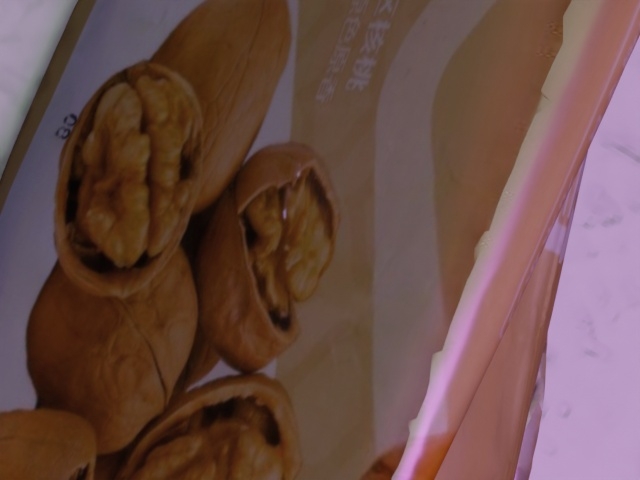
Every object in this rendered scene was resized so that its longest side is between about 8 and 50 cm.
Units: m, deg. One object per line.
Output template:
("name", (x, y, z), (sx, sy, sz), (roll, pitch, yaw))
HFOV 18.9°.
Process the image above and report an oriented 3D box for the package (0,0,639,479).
("package", (0.022, 0.010, 0.552), (0.165, 0.221, 0.311), (24, 85, -37))
